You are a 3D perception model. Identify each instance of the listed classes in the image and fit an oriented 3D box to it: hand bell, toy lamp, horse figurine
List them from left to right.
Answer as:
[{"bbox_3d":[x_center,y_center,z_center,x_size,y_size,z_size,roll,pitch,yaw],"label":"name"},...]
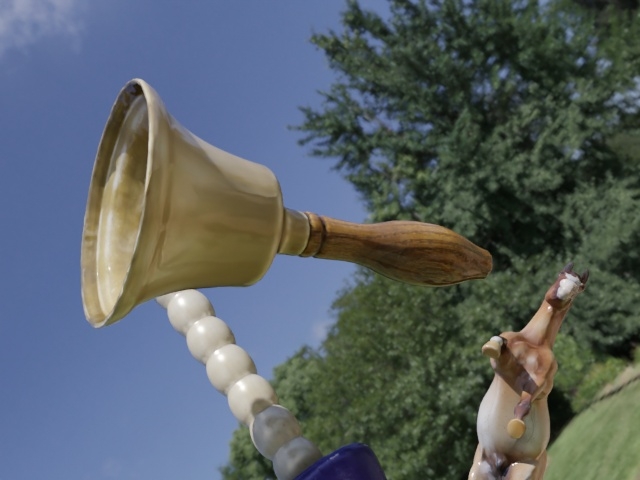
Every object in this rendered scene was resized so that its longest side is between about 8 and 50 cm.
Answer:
[{"bbox_3d":[-0.044,0.094,0.494,0.080,0.275,0.080,-30,-28,-18],"label":"toy lamp"},{"bbox_3d":[0.000,0.000,0.451,0.241,0.126,0.126,10,-56,-27],"label":"hand bell"},{"bbox_3d":[0.152,0.156,0.624,0.174,0.066,0.264,-20,-63,-65],"label":"horse figurine"}]
